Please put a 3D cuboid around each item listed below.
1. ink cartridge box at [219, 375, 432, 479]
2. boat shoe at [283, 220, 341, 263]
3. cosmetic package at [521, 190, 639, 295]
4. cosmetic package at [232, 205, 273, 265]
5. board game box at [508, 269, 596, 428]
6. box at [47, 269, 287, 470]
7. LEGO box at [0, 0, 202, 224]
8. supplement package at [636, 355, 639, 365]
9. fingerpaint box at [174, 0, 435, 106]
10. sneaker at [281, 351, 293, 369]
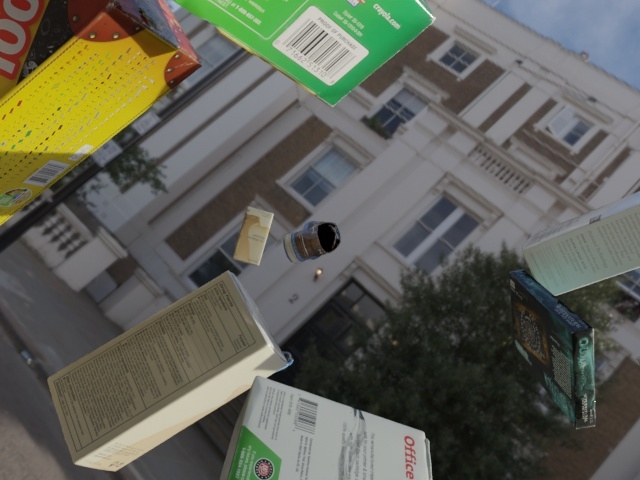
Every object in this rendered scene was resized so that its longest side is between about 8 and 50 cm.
[{"bbox_3d":[0.005,0.251,0.602,0.208,0.086,0.153,20,31,-5],"label":"ink cartridge box"},{"bbox_3d":[0.000,0.000,0.988,0.183,0.066,0.066,-38,111,-69],"label":"boat shoe"},{"bbox_3d":[0.411,-0.007,0.800,0.085,0.231,0.117,62,30,1],"label":"cosmetic package"},{"bbox_3d":[-0.142,-0.008,1.215,0.060,0.115,0.041,15,-7,-6],"label":"cosmetic package"},{"bbox_3d":[0.284,0.127,0.723,0.186,0.026,0.126,-102,-179,-72],"label":"board game box"},{"bbox_3d":[-0.223,0.196,0.870,0.148,0.311,0.121,58,-5,28],"label":"box"},{"bbox_3d":[-0.466,-0.257,0.760,0.372,0.500,0.193,59,14,12],"label":"LEGO box"},{"bbox_3d":[0.654,0.268,0.905,0.261,0.145,0.204,62,12,19],"label":"supplement package"},{"bbox_3d":[-0.116,-0.397,0.567,0.445,0.163,0.371,22,42,-45],"label":"fingerpaint box"},{"bbox_3d":[-0.140,0.189,1.030,0.188,0.078,0.067,14,2,11],"label":"sneaker"}]
